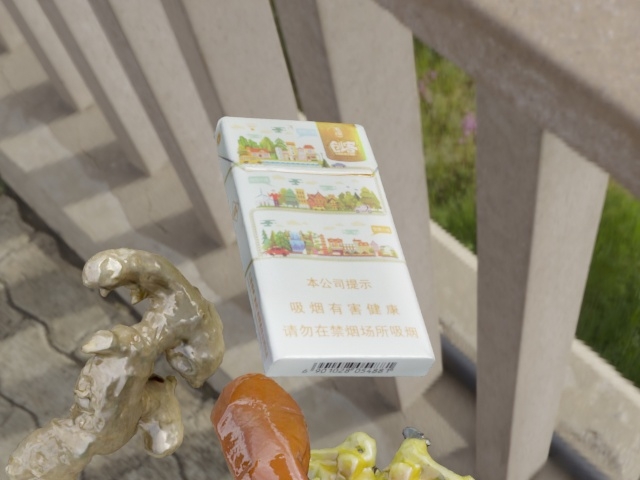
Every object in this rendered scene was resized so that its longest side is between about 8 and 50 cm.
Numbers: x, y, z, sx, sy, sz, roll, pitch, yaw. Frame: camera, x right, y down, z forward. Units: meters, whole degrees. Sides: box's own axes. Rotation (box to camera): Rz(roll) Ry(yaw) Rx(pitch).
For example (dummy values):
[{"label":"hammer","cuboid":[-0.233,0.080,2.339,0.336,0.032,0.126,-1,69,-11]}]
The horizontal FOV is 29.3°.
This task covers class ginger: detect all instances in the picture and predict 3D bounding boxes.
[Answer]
[{"label":"ginger","cuboid":[-0.158,0.135,0.970,0.065,0.149,0.259,30,102,53]}]

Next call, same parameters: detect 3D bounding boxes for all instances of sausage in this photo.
[{"label":"sausage","cuboid":[-0.048,0.195,1.098,0.089,0.089,0.179,-22,39,-2]}]

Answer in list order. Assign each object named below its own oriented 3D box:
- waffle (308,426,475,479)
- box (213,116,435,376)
[{"label":"waffle","cuboid":[0.057,0.404,1.256,0.382,0.095,0.379,46,112,7]},{"label":"box","cuboid":[0.000,0.001,0.887,0.122,0.032,0.220,1,50,-21]}]
